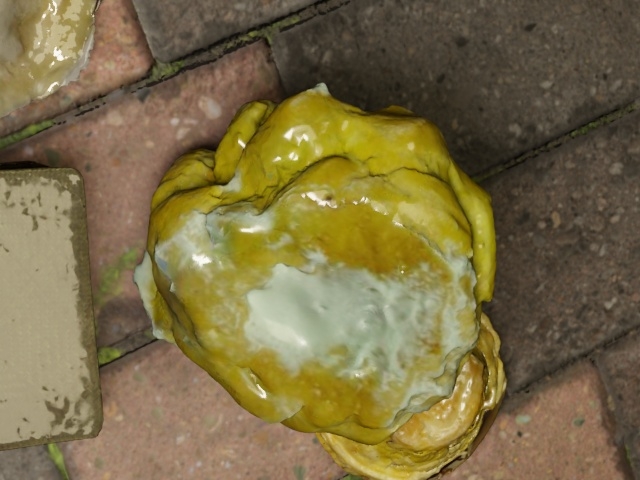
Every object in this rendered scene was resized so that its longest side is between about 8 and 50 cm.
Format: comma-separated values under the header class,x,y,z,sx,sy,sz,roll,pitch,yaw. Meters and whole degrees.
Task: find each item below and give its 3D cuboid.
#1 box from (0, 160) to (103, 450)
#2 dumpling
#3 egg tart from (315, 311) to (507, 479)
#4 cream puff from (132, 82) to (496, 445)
class,x,y,z,sx,sy,sz,roll,pitch,yaw
box,-0.327,0.065,1.867,0.184,0.143,0.273,-7,97,-23
dumpling,-0.306,-0.221,1.878,0.166,0.086,0.332,39,78,-37
egg tart,0.104,0.161,2.092,0.241,0.106,0.241,-3,98,-21
cream puff,0.000,0.000,1.930,0.378,0.275,0.378,3,121,6
